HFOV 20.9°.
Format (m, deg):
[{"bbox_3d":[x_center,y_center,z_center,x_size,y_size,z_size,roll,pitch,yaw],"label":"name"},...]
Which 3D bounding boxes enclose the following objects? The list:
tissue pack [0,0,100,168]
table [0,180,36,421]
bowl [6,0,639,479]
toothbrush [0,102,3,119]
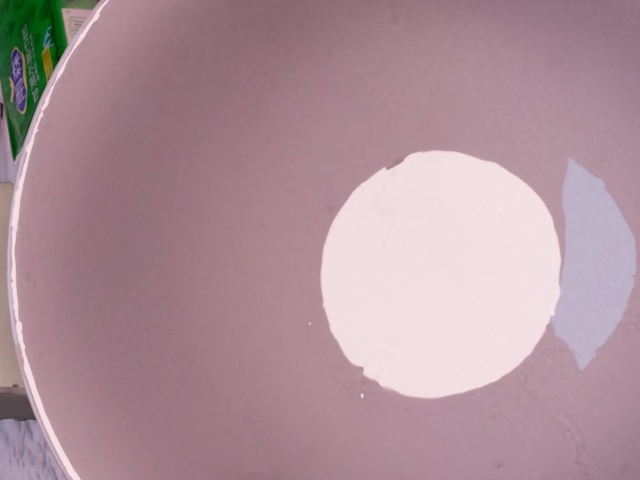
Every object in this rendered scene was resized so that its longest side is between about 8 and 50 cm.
[{"bbox_3d":[-0.155,-0.144,1.201,0.156,0.148,0.209,-45,52,50],"label":"tissue pack"},{"bbox_3d":[-0.269,0.040,1.415,0.166,0.166,0.198,-26,60,58],"label":"table"},{"bbox_3d":[0.046,0.010,0.784,0.157,0.345,0.345,6,-98,-75],"label":"bowl"},{"bbox_3d":[-0.291,-0.011,1.577,0.026,0.022,0.263,-13,79,48],"label":"toothbrush"}]
